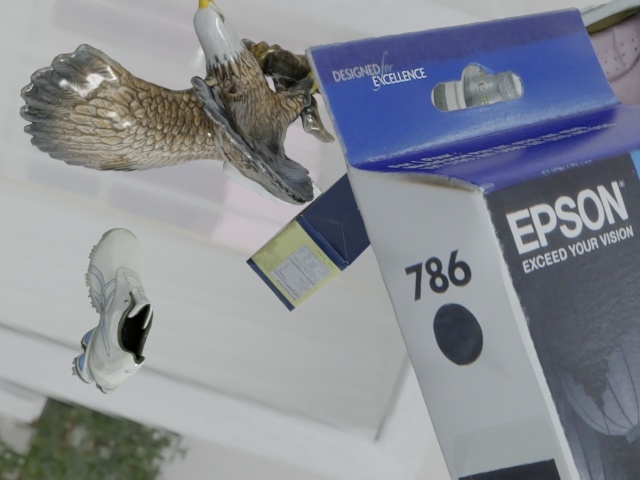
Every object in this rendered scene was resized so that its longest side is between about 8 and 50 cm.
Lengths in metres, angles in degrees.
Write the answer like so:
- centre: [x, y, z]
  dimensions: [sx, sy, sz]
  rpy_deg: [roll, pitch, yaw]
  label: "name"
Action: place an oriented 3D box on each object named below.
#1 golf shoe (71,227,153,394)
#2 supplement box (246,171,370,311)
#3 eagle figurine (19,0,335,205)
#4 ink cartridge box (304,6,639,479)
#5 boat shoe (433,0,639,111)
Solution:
- centre: [-0.187, 0.062, 1.484]
  dimensions: [0.086, 0.069, 0.176]
  rpy_deg: [-24, -126, 40]
  label: "golf shoe"
- centre: [0.000, 0.000, 1.221]
  dimensions: [0.083, 0.056, 0.083]
  rpy_deg: [-39, -177, 43]
  label: "supplement box"
- centre: [-0.090, -0.112, 1.329]
  dimensions: [0.226, 0.225, 0.298]
  rpy_deg: [-42, 179, 39]
  label: "eagle figurine"
- centre: [0.120, 0.065, 0.548]
  dimensions: [0.165, 0.332, 0.065]
  rpy_deg: [-17, 175, -41]
  label: "ink cartridge box"
- centre: [0.228, -0.119, 1.042]
  dimensions: [0.103, 0.320, 0.118]
  rpy_deg: [-18, -96, 57]
  label: "boat shoe"
